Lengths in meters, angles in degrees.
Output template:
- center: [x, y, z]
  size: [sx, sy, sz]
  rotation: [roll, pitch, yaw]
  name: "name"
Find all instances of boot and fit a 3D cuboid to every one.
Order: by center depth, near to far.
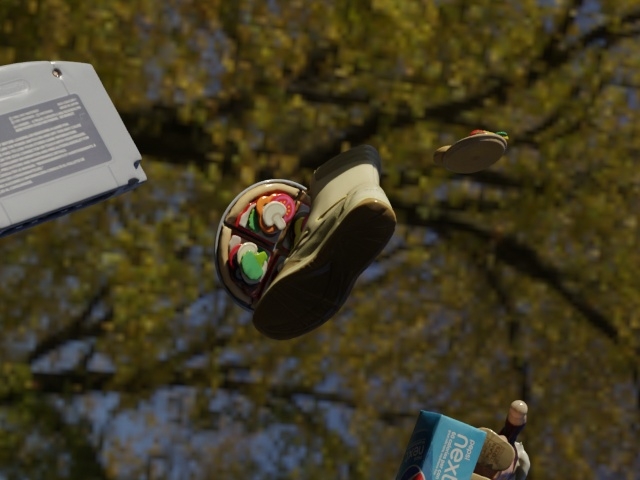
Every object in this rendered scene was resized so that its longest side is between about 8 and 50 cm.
- center: [0.000, 0.000, 2.426]
  size: [0.262, 0.095, 0.203]
  rotation: [-51, -159, 22]
  name: "boot"

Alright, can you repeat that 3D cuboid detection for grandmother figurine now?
- center: [0.264, 0.341, 2.700]
  size: [0.207, 0.104, 0.342]
  rotation: [-56, 168, -1]
  name: "grandmother figurine"

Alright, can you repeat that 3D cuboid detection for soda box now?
- center: [0.133, 0.326, 2.216]
  size: [0.067, 0.071, 0.210]
  rotation: [-2, -114, 69]
  name: "soda box"

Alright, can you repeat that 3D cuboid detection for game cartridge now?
- center: [-0.363, -0.115, 2.120]
  size: [0.060, 0.294, 0.196]
  rotation: [-28, -94, 44]
  name: "game cartridge"

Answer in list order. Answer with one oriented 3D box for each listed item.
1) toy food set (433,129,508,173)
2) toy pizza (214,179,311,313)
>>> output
- center: [0.183, -0.106, 2.100]
  size: [0.083, 0.083, 0.020]
  rotation: [-40, -127, 39]
  name: "toy food set"
- center: [-0.061, 0.012, 2.536]
  size: [0.032, 0.201, 0.201]
  rotation: [10, -86, 58]
  name: "toy pizza"
